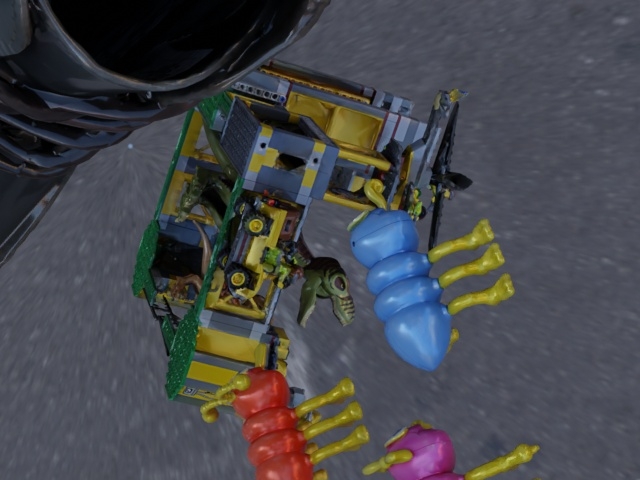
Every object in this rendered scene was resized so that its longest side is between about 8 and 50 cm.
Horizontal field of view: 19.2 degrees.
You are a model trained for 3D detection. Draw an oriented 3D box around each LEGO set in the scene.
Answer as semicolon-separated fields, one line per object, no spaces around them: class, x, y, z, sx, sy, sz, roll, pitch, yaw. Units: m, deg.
LEGO set;0.000;0.000;1.328;0.192;0.331;0.255;15;95;-15

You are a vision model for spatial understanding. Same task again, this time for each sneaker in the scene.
sneaker;-0.068;-0.036;0.361;0.083;0.118;0.222;11;127;-27

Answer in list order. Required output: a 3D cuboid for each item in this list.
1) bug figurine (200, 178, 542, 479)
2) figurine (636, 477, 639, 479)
bug figurine;0.025;0.110;1.024;0.072;0.279;0.216;-9;64;-29
figurine;0.315;0.330;1.601;0.092;0.215;0.209;-27;125;36
